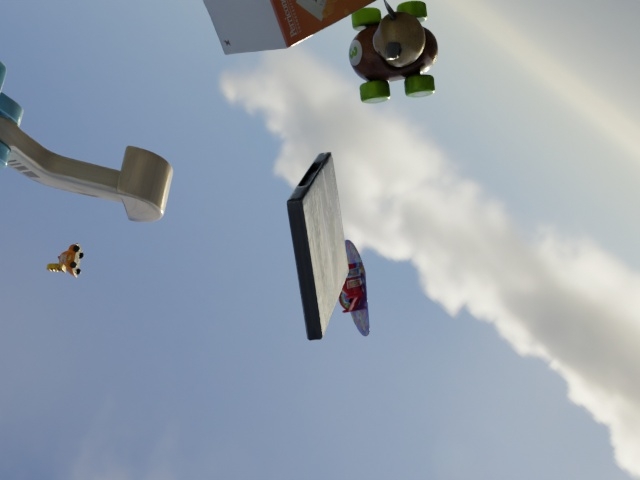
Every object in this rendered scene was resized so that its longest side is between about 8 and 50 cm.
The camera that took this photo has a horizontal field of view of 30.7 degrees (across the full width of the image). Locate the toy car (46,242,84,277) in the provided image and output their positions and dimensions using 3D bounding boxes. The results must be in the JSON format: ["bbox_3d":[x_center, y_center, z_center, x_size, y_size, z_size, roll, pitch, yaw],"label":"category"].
[{"bbox_3d":[-0.444,0.029,2.013,0.041,0.060,0.122,2,173,6],"label":"toy car"}]

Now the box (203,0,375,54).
[{"bbox_3d":[-0.019,-0.462,1.856,0.168,0.345,0.215,6,123,49],"label":"box"}]

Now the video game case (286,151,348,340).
[{"bbox_3d":[0.000,0.000,1.654,0.274,0.026,0.196,-65,-32,-71],"label":"video game case"}]

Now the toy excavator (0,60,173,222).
[{"bbox_3d":[-0.490,-0.152,1.701,0.433,0.222,0.445,1,162,25],"label":"toy excavator"}]

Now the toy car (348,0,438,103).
[{"bbox_3d":[0.110,-0.319,1.875,0.188,0.149,0.155,26,-122,-79],"label":"toy car"}]

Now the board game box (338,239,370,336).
[{"bbox_3d":[0.045,0.083,1.988,0.033,0.168,0.133,-10,-157,-13],"label":"board game box"}]
